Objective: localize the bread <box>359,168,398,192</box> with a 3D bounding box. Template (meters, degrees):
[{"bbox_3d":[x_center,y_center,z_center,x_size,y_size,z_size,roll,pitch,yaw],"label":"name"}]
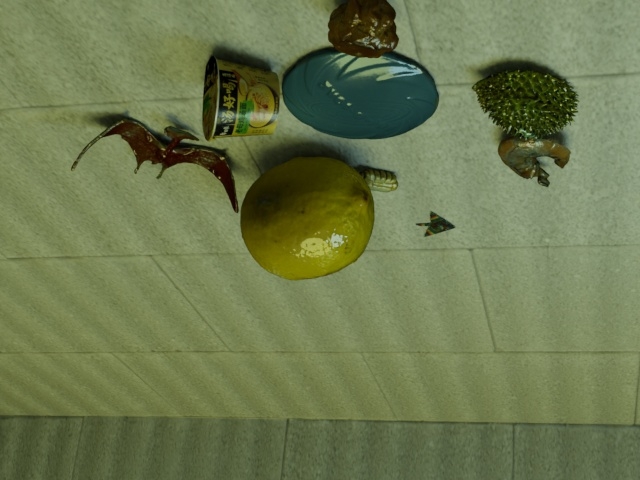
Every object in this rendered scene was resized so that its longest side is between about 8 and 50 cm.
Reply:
[{"bbox_3d":[0.119,-0.126,2.212,0.088,0.033,0.049,7,140,-12],"label":"bread"}]

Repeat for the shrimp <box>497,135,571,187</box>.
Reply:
[{"bbox_3d":[0.415,-0.153,2.054,0.133,0.051,0.187,6,165,30],"label":"shrimp"}]

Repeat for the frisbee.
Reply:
[{"bbox_3d":[0.070,-0.251,1.950,0.290,0.049,0.289,4,154,2],"label":"frisbee"}]

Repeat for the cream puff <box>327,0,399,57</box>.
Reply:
[{"bbox_3d":[0.070,-0.347,1.719,0.116,0.094,0.122,6,177,6],"label":"cream puff"}]

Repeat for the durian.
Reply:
[{"bbox_3d":[0.376,-0.227,1.890,0.137,0.095,0.221,-13,159,43],"label":"durian"}]

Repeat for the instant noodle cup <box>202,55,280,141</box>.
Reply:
[{"bbox_3d":[-0.142,-0.249,1.902,0.122,0.151,0.151,1,155,-14],"label":"instant noodle cup"}]

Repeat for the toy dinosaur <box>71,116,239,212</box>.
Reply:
[{"bbox_3d":[-0.313,-0.146,2.171,0.207,0.112,0.327,-13,150,32],"label":"toy dinosaur"}]

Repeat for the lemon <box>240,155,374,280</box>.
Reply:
[{"bbox_3d":[-0.024,-0.045,2.164,0.284,0.260,0.260,-24,145,14],"label":"lemon"}]

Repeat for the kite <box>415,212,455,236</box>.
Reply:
[{"bbox_3d":[0.259,-0.034,2.399,0.090,0.004,0.122,3,153,5],"label":"kite"}]
